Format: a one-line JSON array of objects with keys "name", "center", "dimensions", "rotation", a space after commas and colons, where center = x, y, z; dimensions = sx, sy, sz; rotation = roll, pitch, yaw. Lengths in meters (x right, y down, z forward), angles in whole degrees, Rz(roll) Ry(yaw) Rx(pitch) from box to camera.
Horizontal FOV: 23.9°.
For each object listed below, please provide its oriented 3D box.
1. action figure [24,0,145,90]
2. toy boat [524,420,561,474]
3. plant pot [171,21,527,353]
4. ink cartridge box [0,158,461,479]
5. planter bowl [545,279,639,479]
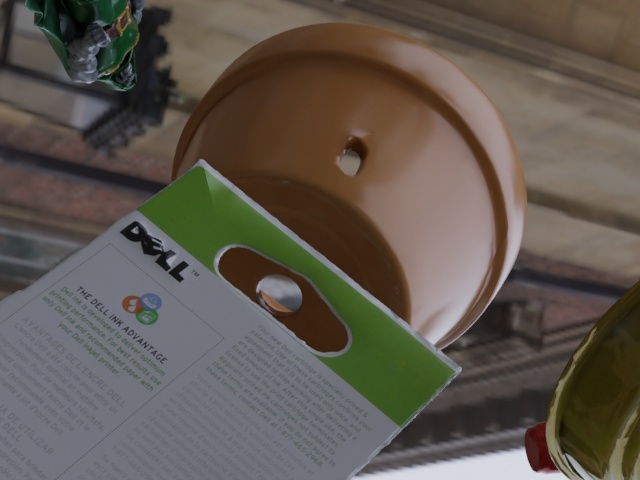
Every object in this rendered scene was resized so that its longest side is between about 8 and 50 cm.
[{"name": "action figure", "center": [-0.143, -0.165, 0.982], "dimensions": [0.137, 0.063, 0.232], "rotation": [-55, 168, -22]}, {"name": "toy boat", "center": [0.289, 0.290, 1.324], "dimensions": [0.267, 0.148, 0.318], "rotation": [105, -25, -61]}, {"name": "plant pot", "center": [0.000, 0.000, 1.168], "dimensions": [0.291, 0.291, 0.203], "rotation": [-57, 180, 31]}, {"name": "ink cartridge box", "center": [-0.083, 0.104, 0.730], "dimensions": [0.189, 0.255, 0.097], "rotation": [38, -37, 17]}, {"name": "planter bowl", "center": [0.225, 0.084, 0.721], "dimensions": [0.217, 0.217, 0.090], "rotation": [-58, -139, 29]}]
